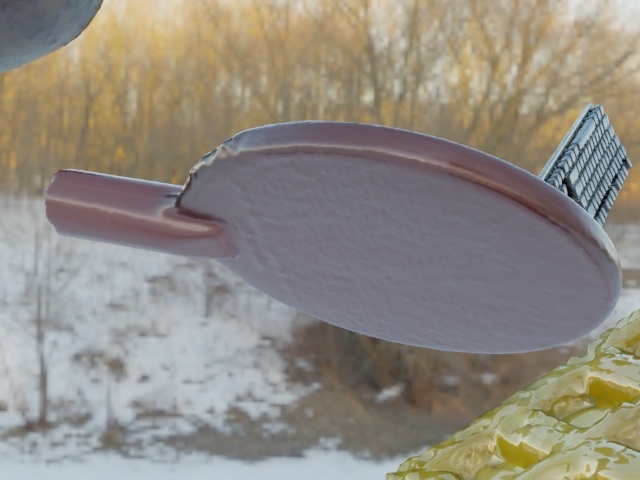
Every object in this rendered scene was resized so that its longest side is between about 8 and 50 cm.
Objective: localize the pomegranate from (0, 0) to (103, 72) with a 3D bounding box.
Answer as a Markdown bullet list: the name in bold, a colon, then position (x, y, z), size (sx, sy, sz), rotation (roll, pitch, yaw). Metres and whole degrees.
- **pomegranate**: position (-0.330, -0.326, 1.232), size (0.285, 0.340, 0.285), rotation (-5, 33, 3)

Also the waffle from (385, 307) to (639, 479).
- **waffle**: position (0.172, 0.087, 0.572), size (0.248, 0.055, 0.221), rotation (-30, 16, -15)

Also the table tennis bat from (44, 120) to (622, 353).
- **table tennis bat**: position (0.000, 0.000, 0.933), size (0.415, 0.051, 0.268), rotation (8, -28, 20)

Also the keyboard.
- **keyboard**: position (0.278, -0.055, 1.421), size (0.027, 0.106, 0.317), rotation (-19, 15, 30)
